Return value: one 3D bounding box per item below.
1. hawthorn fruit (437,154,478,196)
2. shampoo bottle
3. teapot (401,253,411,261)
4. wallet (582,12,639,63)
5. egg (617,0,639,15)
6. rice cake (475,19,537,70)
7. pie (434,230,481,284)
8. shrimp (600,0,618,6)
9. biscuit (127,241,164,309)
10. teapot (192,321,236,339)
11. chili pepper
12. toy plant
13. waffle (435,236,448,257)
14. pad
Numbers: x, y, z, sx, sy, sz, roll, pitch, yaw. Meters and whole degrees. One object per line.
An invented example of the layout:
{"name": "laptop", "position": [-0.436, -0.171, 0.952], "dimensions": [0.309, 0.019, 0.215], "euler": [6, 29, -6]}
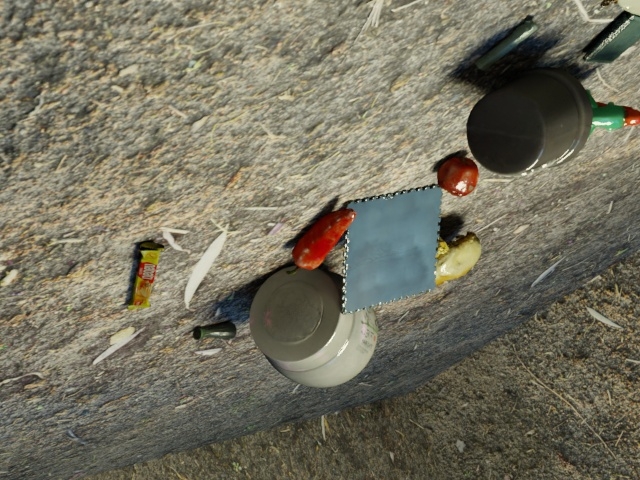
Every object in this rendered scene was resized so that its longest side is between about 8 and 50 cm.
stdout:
{"name": "hawthorn fruit", "position": [0.290, -0.139, 1.907], "dimensions": [0.093, 0.093, 0.093], "euler": [-22, 160, -8]}
{"name": "shampoo bottle", "position": [-0.013, 0.200, 2.121], "dimensions": [0.273, 0.272, 0.266], "euler": [-28, 152, 10]}
{"name": "teapot", "position": [0.153, 0.009, 2.077], "dimensions": [0.108, 0.111, 0.149], "euler": [-21, 173, 38]}
{"name": "wallet", "position": [0.548, -0.374, 1.670], "dimensions": [0.088, 0.026, 0.129], "euler": [-4, 153, -36]}
{"name": "egg", "position": [0.578, -0.436, 1.285], "dimensions": [0.337, 0.200, 0.337], "euler": [-2, 176, 0]}
{"name": "rice cake", "position": [0.311, -0.327, 1.521], "dimensions": [0.121, 0.021, 0.022], "euler": [-36, 162, 35]}
{"name": "pie", "position": [0.271, 0.070, 2.279], "dimensions": [0.315, 0.092, 0.315], "euler": [-25, -179, 0]}
{"name": "shrimp", "position": [0.524, -0.413, 1.544], "dimensions": [0.127, 0.025, 0.091], "euler": [-23, 162, -13]}
{"name": "biscuit", "position": [-0.343, 0.073, 1.775], "dimensions": [0.048, 0.026, 0.292], "euler": [3, 152, -15]}
{"name": "teapot", "position": [-0.262, 0.227, 2.245], "dimensions": [0.111, 0.042, 0.043], "euler": [-2, 151, -43]}
{"name": "chili pepper", "position": [0.000, 0.000, 1.921], "dimensions": [0.063, 0.071, 0.272], "euler": [-12, 155, -42]}
{"name": "toy plant", "position": [0.408, -0.223, 1.680], "dimensions": [0.280, 0.185, 0.400], "euler": [-32, 175, 37]}
{"name": "waffle", "position": [0.200, 0.044, 2.153], "dimensions": [0.192, 0.161, 0.046], "euler": [-42, 123, -10]}
{"name": "pad", "position": [0.158, 0.019, 1.994], "dimensions": [0.270, 0.012, 0.268], "euler": [-11, 115, -32]}
